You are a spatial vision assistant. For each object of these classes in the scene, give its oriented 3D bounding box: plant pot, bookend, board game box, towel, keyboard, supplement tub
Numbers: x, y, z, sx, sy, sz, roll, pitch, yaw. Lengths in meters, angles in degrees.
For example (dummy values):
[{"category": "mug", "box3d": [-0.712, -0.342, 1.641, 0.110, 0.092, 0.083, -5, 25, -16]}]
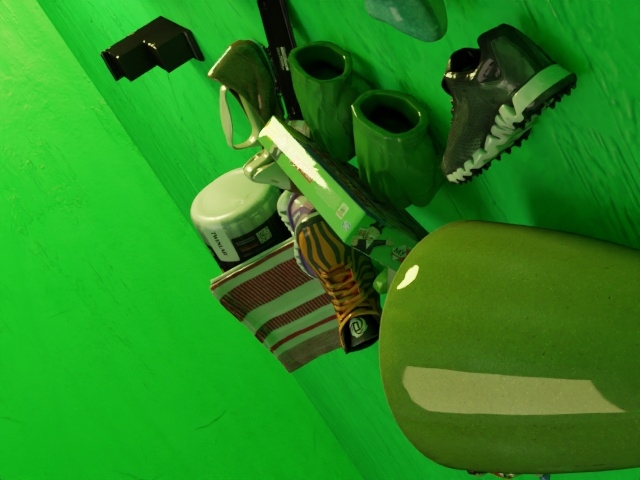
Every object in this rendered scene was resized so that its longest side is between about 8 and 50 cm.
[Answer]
[{"category": "plant pot", "box3d": [0.254, 0.110, 0.773, 0.293, 0.275, 0.275, -3, 124, 55]}, {"category": "bookend", "box3d": [-0.347, -0.379, 1.655, 0.157, 0.156, 0.072, 36, 157, 48]}, {"category": "board game box", "box3d": [0.054, -0.047, 1.088, 0.213, 0.046, 0.317, 29, -166, -35]}, {"category": "towel", "box3d": [-0.057, 0.149, 1.761, 0.329, 0.237, 0.037, 51, -161, -35]}, {"category": "keyboard", "box3d": [-0.045, -0.272, 1.183, 0.100, 0.038, 0.192, 18, 127, 56]}, {"category": "supplement tub", "box3d": [-0.131, 0.020, 1.810, 0.207, 0.207, 0.338, 34, 156, 52]}]

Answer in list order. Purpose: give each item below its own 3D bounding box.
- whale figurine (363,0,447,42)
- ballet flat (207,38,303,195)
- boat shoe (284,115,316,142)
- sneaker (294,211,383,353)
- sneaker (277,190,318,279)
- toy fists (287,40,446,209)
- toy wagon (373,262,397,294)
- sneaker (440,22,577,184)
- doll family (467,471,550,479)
[{"category": "whale figurine", "box3d": [0.032, -0.285, 0.703, 0.216, 0.141, 0.272, 41, 162, 40]}, {"category": "ballet flat", "box3d": [-0.097, -0.179, 1.398, 0.116, 0.124, 0.342, 36, 158, 51]}, {"category": "boat shoe", "box3d": [-0.004, -0.127, 1.359, 0.072, 0.068, 0.190, 21, 147, 44]}, {"category": "sneaker", "box3d": [0.057, 0.087, 1.437, 0.321, 0.124, 0.180, 54, -161, -50]}, {"category": "sneaker", "box3d": [0.000, 0.000, 1.597, 0.104, 0.095, 0.236, 25, 149, 47]}, {"category": "toy fists", "box3d": [0.059, -0.148, 1.047, 0.279, 0.096, 0.142, 44, 156, 38]}, {"category": "toy wagon", "box3d": [0.193, 0.102, 1.263, 0.267, 0.068, 0.344, 47, 164, 23]}, {"category": "sneaker", "box3d": [0.160, -0.135, 0.794, 0.106, 0.078, 0.234, 54, 162, 8]}, {"category": "doll family", "box3d": [0.268, 0.320, 1.364, 0.263, 0.163, 0.119, 180, 98, -76]}]
